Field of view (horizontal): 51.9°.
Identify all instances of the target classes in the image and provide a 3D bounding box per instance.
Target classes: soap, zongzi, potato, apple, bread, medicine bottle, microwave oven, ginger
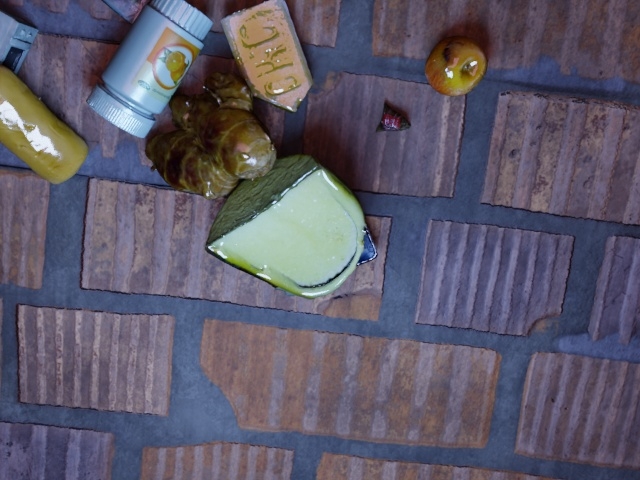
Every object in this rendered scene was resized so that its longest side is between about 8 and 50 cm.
[{"bbox_3d":[-0.115,-0.422,1.556,0.160,0.080,0.257,-21,99,3],"label":"soap"},{"bbox_3d":[0.168,-0.285,1.609,0.083,0.067,0.073,40,109,11],"label":"zongzi"},{"bbox_3d":[-0.044,-0.035,1.509,0.330,0.212,0.280,-36,116,19],"label":"potato"},{"bbox_3d":[0.318,-0.409,1.542,0.147,0.146,0.146,0,100,-1],"label":"apple"},{"bbox_3d":[-0.671,-0.258,1.509,0.142,0.091,0.305,-42,126,1],"label":"bread"},{"bbox_3d":[-0.388,-0.410,1.513,0.158,0.158,0.318,34,98,-7],"label":"medicine bottle"},{"bbox_3d":[-0.779,-0.441,1.518,0.162,0.122,0.208,30,98,-6],"label":"microwave oven"},{"bbox_3d":[-0.265,-0.232,1.514,0.358,0.152,0.274,-23,86,35],"label":"ginger"}]

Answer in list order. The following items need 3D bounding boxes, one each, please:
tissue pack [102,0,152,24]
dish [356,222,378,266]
[{"bbox_3d":[-0.468,-0.634,1.515,0.235,0.073,0.173,40,96,-8],"label":"tissue pack"},{"bbox_3d":[0.000,0.000,1.630,0.243,0.080,0.181,-22,94,6],"label":"dish"}]
